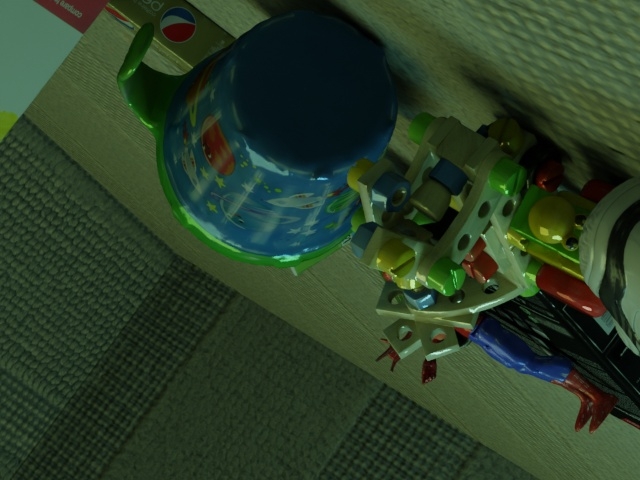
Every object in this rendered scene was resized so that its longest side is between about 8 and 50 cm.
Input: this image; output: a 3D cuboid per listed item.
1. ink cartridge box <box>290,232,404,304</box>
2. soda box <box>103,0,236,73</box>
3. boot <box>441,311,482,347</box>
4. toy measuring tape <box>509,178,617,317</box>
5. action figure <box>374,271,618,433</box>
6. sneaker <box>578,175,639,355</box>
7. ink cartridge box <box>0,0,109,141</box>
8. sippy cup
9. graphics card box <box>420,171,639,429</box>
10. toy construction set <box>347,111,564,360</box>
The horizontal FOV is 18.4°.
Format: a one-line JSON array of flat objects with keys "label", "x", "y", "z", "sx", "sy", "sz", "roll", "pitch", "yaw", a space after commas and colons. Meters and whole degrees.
[{"label": "ink cartridge box", "x": 0.000, "y": 0.000, "z": 2.272, "sx": 0.255, "sy": 0.097, "sz": 0.189, "roll": 58, "pitch": 177, "yaw": 13}, {"label": "soda box", "x": -0.186, "y": -0.255, "z": 2.236, "sx": 0.181, "sy": 0.058, "sz": 0.061, "roll": 38, "pitch": 172, "yaw": -6}, {"label": "boot", "x": 0.128, "y": 0.043, "z": 2.256, "sx": 0.189, "sy": 0.076, "sz": 0.208, "roll": 47, "pitch": -161, "yaw": 13}, {"label": "toy measuring tape", "x": 0.270, "y": 0.024, "z": 1.780, "sx": 0.121, "sy": 0.121, "sz": 0.330, "roll": 32, "pitch": -179, "yaw": 30}, {"label": "action figure", "x": 0.159, "y": 0.130, "z": 2.072, "sx": 0.280, "sy": 0.139, "sz": 0.091, "roll": 40, "pitch": 170, "yaw": -3}, {"label": "sneaker", "x": 0.361, "y": 0.109, "z": 1.637, "sx": 0.366, "sy": 0.137, "sz": 0.210, "roll": 48, "pitch": 177, "yaw": -40}, {"label": "ink cartridge box", "x": -0.428, "y": -0.228, "z": 2.068, "sx": 0.279, "sy": 0.385, "sz": 0.160, "roll": 40, "pitch": -176, "yaw": 32}, {"label": "sippy cup", "x": -0.029, "y": -0.110, "z": 1.900, "sx": 0.224, "sy": 0.305, "sz": 0.240, "roll": 136, "pitch": 122, "yaw": -72}, {"label": "graphics card box", "x": 0.257, "y": 0.070, "z": 2.103, "sx": 0.233, "sy": 0.094, "sz": 0.371, "roll": 28, "pitch": 170, "yaw": 47}, {"label": "toy construction set", "x": 0.128, "y": 0.004, "z": 1.798, "sx": 0.151, "sy": 0.215, "sz": 0.328, "roll": 36, "pitch": 165, "yaw": 21}]
